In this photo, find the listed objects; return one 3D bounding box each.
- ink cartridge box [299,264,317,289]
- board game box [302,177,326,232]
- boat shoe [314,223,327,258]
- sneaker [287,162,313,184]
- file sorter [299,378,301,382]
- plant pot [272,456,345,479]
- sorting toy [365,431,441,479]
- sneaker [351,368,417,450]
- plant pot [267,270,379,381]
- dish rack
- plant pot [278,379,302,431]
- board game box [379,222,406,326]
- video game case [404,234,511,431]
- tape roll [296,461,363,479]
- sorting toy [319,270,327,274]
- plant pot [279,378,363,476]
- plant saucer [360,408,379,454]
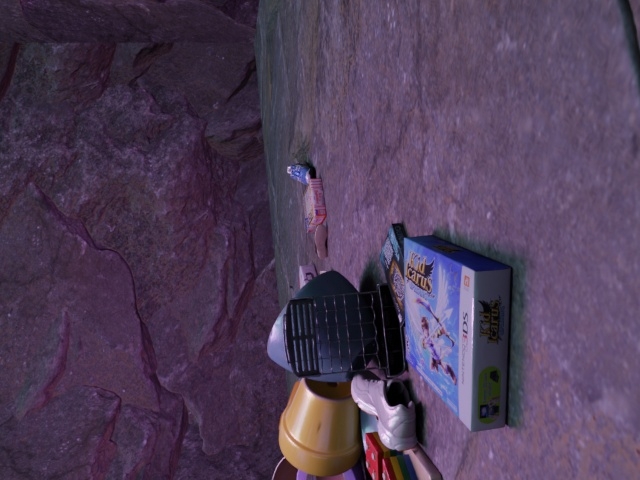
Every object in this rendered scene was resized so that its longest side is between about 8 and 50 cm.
[{"bbox_3d":[-0.043,0.188,2.085,0.150,0.063,0.109,-109,18,-48],"label":"ink cartridge box"},{"bbox_3d":[-0.026,-0.127,1.922,0.193,0.045,0.146,123,141,-71],"label":"board game box"},{"bbox_3d":[-0.002,0.000,1.847,0.042,0.049,0.132,-133,35,-59],"label":"boat shoe"},{"bbox_3d":[-0.075,-0.257,2.021,0.211,0.081,0.080,-133,42,-69],"label":"sneaker"},{"bbox_3d":[0.012,0.388,1.640,0.118,0.171,0.104,112,148,-66],"label":"file sorter"},{"bbox_3d":[0.007,0.803,1.697,0.191,0.285,0.283,19,-117,-68],"label":"plant pot"},{"bbox_3d":[0.172,0.567,1.137,0.255,0.090,0.256,-145,52,-75],"label":"sorting toy"},{"bbox_3d":[0.152,0.351,1.183,0.262,0.100,0.120,-139,52,-63],"label":"sneaker"},{"bbox_3d":[0.035,0.251,1.338,0.196,0.290,0.290,35,140,27],"label":"plant pot"},{"bbox_3d":[0.049,0.214,1.185,0.074,0.272,0.208,74,-170,-83],"label":"dish rack"},{"bbox_3d":[-0.052,0.664,2.042,0.205,0.206,0.187,100,177,-50],"label":"plant pot"},{"bbox_3d":[0.172,0.073,1.100,0.126,0.026,0.186,101,160,-52],"label":"board game box"},{"bbox_3d":[0.211,0.133,0.853,0.269,0.061,0.244,-140,48,-74],"label":"video game case"},{"bbox_3d":[0.029,0.721,1.555,0.080,0.189,0.188,20,-118,-69],"label":"tape roll"},{"bbox_3d":[0.032,0.141,1.771,0.075,0.045,0.083,141,124,-67],"label":"sorting toy"},{"bbox_3d":[0.017,0.500,1.500,0.254,0.254,0.238,-116,32,-61],"label":"plant pot"},{"bbox_3d":[0.149,0.515,1.356,0.195,0.038,0.194,176,90,-78],"label":"plant saucer"}]
